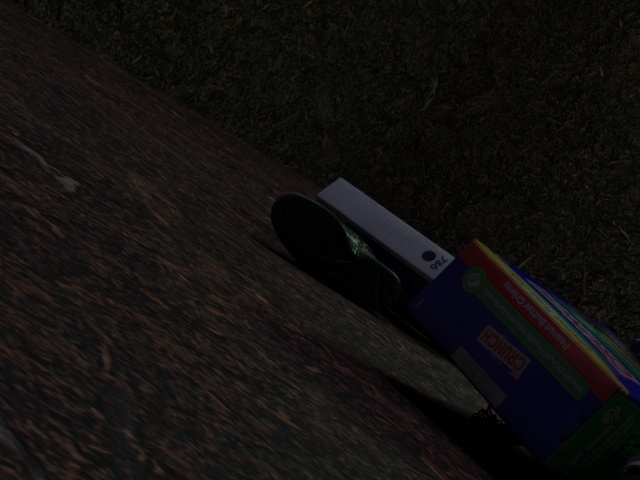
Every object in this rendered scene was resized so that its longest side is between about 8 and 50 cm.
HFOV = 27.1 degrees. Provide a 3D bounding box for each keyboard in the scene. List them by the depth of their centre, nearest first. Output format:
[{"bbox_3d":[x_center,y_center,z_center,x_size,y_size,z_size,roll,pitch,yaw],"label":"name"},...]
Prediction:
[{"bbox_3d":[0.212,0.204,1.468,0.100,0.038,0.192,11,-6,28],"label":"keyboard"}]

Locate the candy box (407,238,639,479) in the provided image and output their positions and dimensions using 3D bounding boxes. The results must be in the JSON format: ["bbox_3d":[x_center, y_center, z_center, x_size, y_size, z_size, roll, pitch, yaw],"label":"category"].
[{"bbox_3d":[0.283,0.164,1.461,0.317,0.122,0.268,30,15,-44],"label":"candy box"}]

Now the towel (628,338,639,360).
[{"bbox_3d":[0.556,0.168,1.556,0.332,0.053,0.317,23,-17,-6],"label":"towel"}]

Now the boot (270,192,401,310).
[{"bbox_3d":[0.000,0.002,1.958,0.236,0.085,0.178,40,0,-23],"label":"boot"}]

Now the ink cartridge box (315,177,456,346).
[{"bbox_3d":[0.130,0.050,2.068,0.333,0.065,0.165,39,-27,31],"label":"ink cartridge box"}]

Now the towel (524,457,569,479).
[{"bbox_3d":[0.364,0.341,1.378,0.248,0.038,0.325,33,4,-20],"label":"towel"}]

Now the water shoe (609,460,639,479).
[{"bbox_3d":[0.360,0.292,1.270,0.203,0.073,0.080,33,24,24],"label":"water shoe"}]
